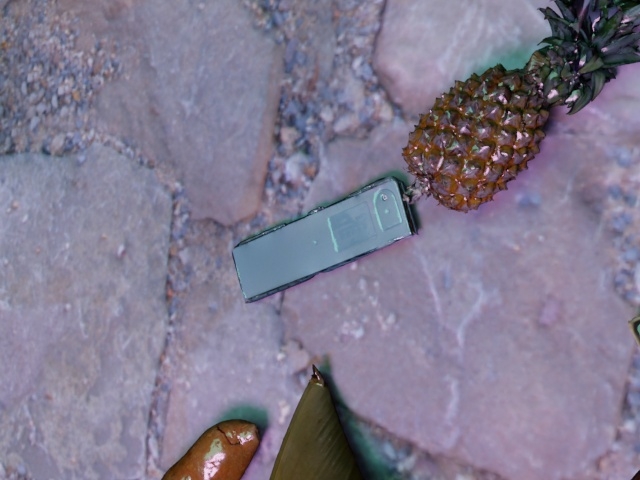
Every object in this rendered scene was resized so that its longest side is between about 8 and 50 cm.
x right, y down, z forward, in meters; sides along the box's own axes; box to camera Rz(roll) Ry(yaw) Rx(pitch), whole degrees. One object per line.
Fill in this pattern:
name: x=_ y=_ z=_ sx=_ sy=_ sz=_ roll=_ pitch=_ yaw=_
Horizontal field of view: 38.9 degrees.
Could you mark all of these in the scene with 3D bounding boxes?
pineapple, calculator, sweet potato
pineapple: x=0.138 y=-0.108 z=0.654 sx=0.221 sy=0.083 sz=0.103 roll=-46 pitch=64 yaw=14
calculator: x=0.000 y=0.000 z=0.755 sx=0.172 sy=0.018 sz=0.057 roll=-23 pitch=70 yaw=25
sweet potato: x=-0.117 y=0.217 z=0.773 sx=0.195 sy=0.056 sz=0.056 roll=-46 pitch=63 yaw=21

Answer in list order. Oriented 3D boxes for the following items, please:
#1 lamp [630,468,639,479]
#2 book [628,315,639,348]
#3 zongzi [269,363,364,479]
lamp: x=0.250 y=0.166 z=0.433 sx=0.247 sy=0.247 sz=0.247 roll=-5 pitch=80 yaw=30
book: x=0.374 y=0.165 z=0.509 sx=0.262 sy=0.028 sz=0.374 roll=-28 pitch=69 yaw=23
zongzi: x=0.028 y=0.216 z=0.628 sx=0.228 sy=0.115 sz=0.256 roll=-13 pitch=63 yaw=61
